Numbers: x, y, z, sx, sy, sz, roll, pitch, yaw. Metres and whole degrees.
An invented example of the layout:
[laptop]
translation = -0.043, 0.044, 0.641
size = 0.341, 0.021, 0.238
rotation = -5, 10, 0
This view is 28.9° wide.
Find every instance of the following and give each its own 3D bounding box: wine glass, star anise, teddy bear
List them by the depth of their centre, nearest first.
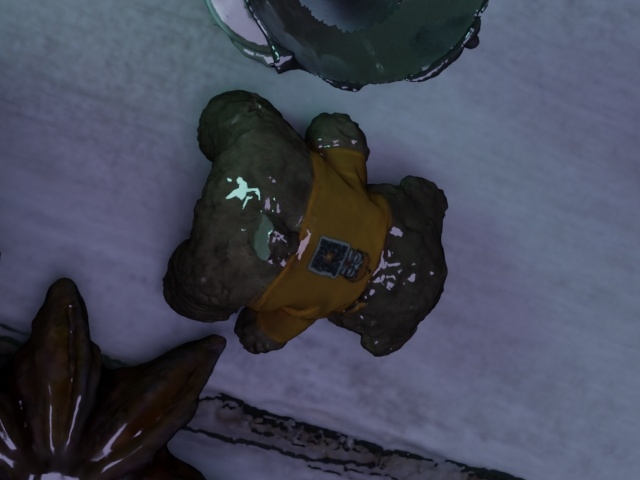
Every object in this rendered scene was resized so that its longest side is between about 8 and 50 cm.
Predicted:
[wine glass]
translation = -0.002, -0.168, 0.758
size = 0.156, 0.232, 0.156
rotation = -2, 98, -15
[star anise]
translation = -0.177, 0.174, 0.824
size = 0.315, 0.108, 0.315
rotation = 2, 84, -22
[teddy bear]
translation = 0.000, 0.000, 0.844
size = 0.190, 0.140, 0.177
rotation = 16, 92, -25
